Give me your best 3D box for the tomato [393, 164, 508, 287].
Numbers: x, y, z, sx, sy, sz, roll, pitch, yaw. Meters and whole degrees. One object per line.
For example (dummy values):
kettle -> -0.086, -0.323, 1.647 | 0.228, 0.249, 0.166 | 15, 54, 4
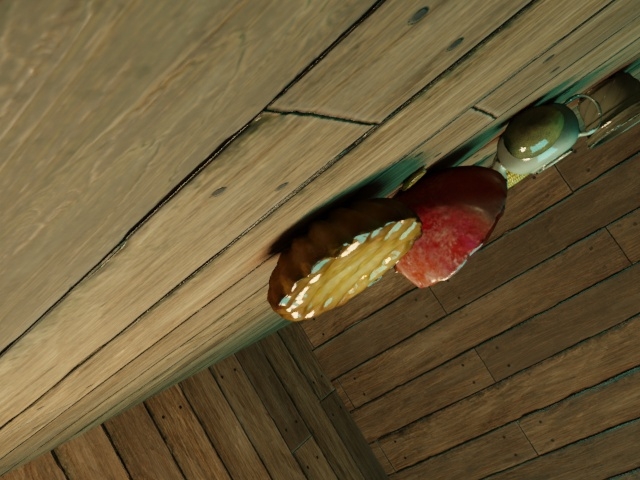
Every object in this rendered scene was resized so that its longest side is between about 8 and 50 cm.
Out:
tomato -> 0.250, -0.059, 1.220 | 0.309, 0.170, 0.309 | -56, -166, 22

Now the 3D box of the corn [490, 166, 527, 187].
corn -> 0.655, -0.241, 1.880 | 0.244, 0.093, 0.093 | -32, 172, 2

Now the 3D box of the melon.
melon -> 0.451, -0.231, 1.171 | 0.131, 0.098, 0.098 | -41, 170, 13

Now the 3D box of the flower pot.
flower pot -> 0.804, -0.367, 1.516 | 0.236, 0.140, 0.235 | -32, 170, -6

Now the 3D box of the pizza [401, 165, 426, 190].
pizza -> 0.188, -0.125, 1.119 | 0.037, 0.016, 0.083 | -24, 165, -37

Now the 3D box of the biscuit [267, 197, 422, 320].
biscuit -> 0.040, 0.031, 1.039 | 0.326, 0.107, 0.325 | -27, 158, -12

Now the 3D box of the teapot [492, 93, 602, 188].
teapot -> 0.516, -0.230, 1.301 | 0.294, 0.129, 0.193 | -36, 172, 25
